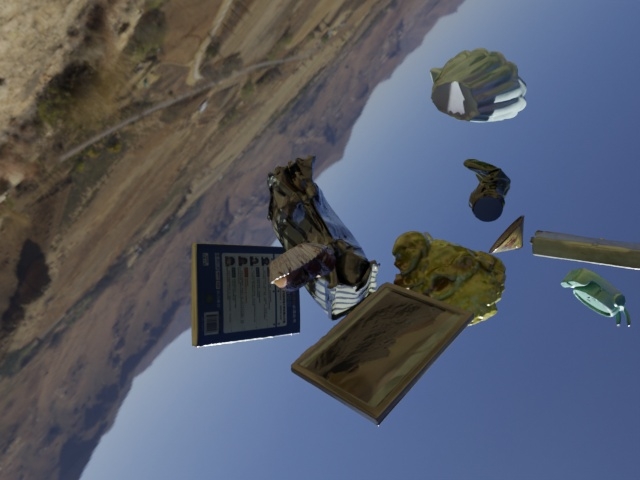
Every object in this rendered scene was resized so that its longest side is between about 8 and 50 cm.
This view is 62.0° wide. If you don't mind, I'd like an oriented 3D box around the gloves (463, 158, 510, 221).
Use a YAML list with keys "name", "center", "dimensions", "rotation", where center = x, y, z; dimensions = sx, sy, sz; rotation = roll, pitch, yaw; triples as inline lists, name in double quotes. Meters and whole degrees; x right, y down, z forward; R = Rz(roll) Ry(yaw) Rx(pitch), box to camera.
- name: "gloves"
  center: [0.411, -0.127, 1.318]
  dimensions: [0.268, 0.107, 0.135]
  rotation: [-78, -171, -58]

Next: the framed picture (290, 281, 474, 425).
- name: "framed picture"
  center: [0.103, 0.170, 0.886]
  dimensions: [0.192, 0.018, 0.265]
  rotation: [18, -137, 41]

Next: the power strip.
- name: "power strip"
  center: [0.585, 0.021, 1.111]
  dimensions: [0.286, 0.048, 0.080]
  rotation: [8, -162, 39]

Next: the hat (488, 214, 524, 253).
- name: "hat"
  center: [0.732, -0.001, 2.017]
  dimensions: [0.193, 0.082, 0.193]
  rotation: [-49, 171, -10]

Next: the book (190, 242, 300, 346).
- name: "book"
  center: [-0.219, 0.161, 1.661]
  dimensions: [0.039, 0.300, 0.428]
  rotation: [-6, 173, 40]

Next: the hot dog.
- name: "hot dog"
  center: [-0.024, 0.042, 0.827]
  dimensions: [0.099, 0.053, 0.192]
  rotation: [-29, 170, 4]

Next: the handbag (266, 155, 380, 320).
- name: "handbag"
  center: [0.000, 0.000, 1.212]
  dimensions: [0.162, 0.325, 0.327]
  rotation: [-30, 166, -7]

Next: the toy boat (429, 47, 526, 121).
- name: "toy boat"
  center: [0.380, -0.380, 1.358]
  dimensions: [0.100, 0.199, 0.290]
  rotation: [-36, -150, -16]

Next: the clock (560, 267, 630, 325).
- name: "clock"
  center: [0.540, 0.109, 1.030]
  dimensions: [0.041, 0.135, 0.101]
  rotation: [-49, 170, -3]

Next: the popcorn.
- name: "popcorn"
  center: [0.300, 0.111, 1.313]
  dimensions: [0.174, 0.286, 0.225]
  rotation: [33, 75, -80]

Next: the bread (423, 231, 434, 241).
- name: "bread"
  center: [0.377, 0.093, 1.627]
  dimensions: [0.040, 0.267, 0.267]
  rotation: [-30, -170, 6]
